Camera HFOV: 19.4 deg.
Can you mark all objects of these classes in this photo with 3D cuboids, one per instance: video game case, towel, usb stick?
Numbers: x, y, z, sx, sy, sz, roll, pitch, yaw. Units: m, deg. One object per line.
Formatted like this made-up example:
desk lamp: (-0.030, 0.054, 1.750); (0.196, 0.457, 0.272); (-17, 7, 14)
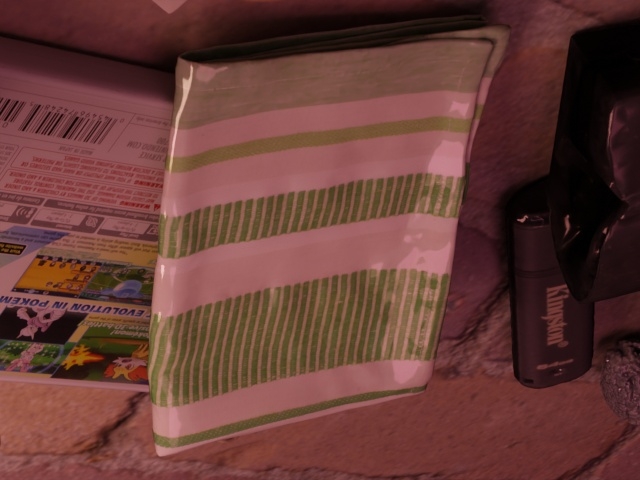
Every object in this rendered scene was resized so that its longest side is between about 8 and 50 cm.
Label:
video game case: (-0.171, -0.005, 1.289); (0.329, 0.036, 0.300); (8, 135, -39)
towel: (0.000, 0.000, 1.304); (0.248, 0.038, 0.324); (-11, 130, -27)
usb stick: (0.193, 0.040, 1.558); (0.077, 0.045, 0.278); (-20, 146, -7)

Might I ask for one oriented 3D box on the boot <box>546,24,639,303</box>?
boot: (0.394, -0.018, 1.447); (0.445, 0.146, 0.367); (-15, 116, -19)

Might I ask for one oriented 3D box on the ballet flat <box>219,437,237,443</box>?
ballet flat: (-0.019, 0.069, 1.439); (0.086, 0.086, 0.248); (14, 131, -42)

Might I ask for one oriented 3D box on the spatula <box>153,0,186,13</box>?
spatula: (-0.092, -0.235, 1.042); (0.168, 0.019, 0.242); (-34, 141, 16)

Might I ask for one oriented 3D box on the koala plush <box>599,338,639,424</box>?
koala plush: (0.358, 0.096, 1.620); (0.203, 0.196, 0.221); (-30, 144, -5)
